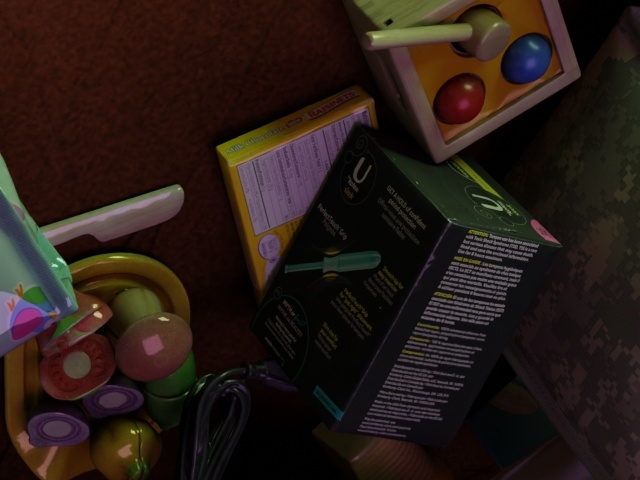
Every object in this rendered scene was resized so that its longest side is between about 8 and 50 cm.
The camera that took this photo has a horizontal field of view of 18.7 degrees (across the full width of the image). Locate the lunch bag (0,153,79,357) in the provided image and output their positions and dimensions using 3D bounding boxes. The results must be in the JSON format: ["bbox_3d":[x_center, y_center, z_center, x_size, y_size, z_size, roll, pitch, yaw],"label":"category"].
[{"bbox_3d":[-0.284,-0.025,1.009,0.223,0.160,0.262,-33,101,-3],"label":"lunch bag"}]

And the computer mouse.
[{"bbox_3d":[-0.004,0.173,1.311,0.262,0.060,0.184,13,86,-34],"label":"computer mouse"}]

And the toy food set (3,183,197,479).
[{"bbox_3d":[-0.133,0.082,1.243,0.128,0.071,0.218,-13,129,-22],"label":"toy food set"}]

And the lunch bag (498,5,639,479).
[{"bbox_3d":[0.246,0.031,1.250,0.169,0.287,0.235,10,128,-35],"label":"lunch bag"}]

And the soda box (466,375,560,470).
[{"bbox_3d":[0.217,0.103,1.463,0.210,0.071,0.067,-42,132,5],"label":"soda box"}]

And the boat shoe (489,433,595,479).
[{"bbox_3d":[0.223,0.143,1.384,0.267,0.096,0.088,-18,125,-17],"label":"boat shoe"}]

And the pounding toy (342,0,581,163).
[{"bbox_3d":[0.080,-0.127,1.185,0.130,0.100,0.141,-32,134,-6],"label":"pounding toy"}]

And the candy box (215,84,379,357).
[{"bbox_3d":[0.000,0.000,1.288,0.105,0.027,0.206,-26,133,-15],"label":"candy box"}]

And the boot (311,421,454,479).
[{"bbox_3d":[-0.015,0.267,1.427,0.295,0.104,0.211,-37,128,-8],"label":"boot"}]

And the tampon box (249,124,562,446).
[{"bbox_3d":[0.053,0.030,1.238,0.101,0.120,0.161,12,116,-38],"label":"tampon box"}]
